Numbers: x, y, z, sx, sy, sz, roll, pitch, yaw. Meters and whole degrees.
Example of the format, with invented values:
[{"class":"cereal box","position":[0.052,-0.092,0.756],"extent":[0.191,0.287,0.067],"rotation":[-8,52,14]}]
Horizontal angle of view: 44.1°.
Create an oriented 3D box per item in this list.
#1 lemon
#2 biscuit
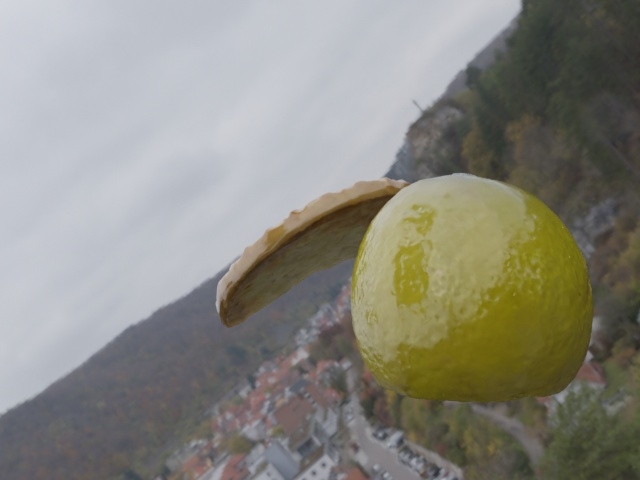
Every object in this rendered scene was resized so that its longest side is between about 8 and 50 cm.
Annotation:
[{"class":"lemon","position":[0.146,0.041,0.790],"extent":[0.240,0.219,0.240],"rotation":[-3,-1,0]},{"class":"biscuit","position":[0.000,0.000,0.992],"extent":[0.309,0.040,0.204],"rotation":[-27,-21,-10]}]
